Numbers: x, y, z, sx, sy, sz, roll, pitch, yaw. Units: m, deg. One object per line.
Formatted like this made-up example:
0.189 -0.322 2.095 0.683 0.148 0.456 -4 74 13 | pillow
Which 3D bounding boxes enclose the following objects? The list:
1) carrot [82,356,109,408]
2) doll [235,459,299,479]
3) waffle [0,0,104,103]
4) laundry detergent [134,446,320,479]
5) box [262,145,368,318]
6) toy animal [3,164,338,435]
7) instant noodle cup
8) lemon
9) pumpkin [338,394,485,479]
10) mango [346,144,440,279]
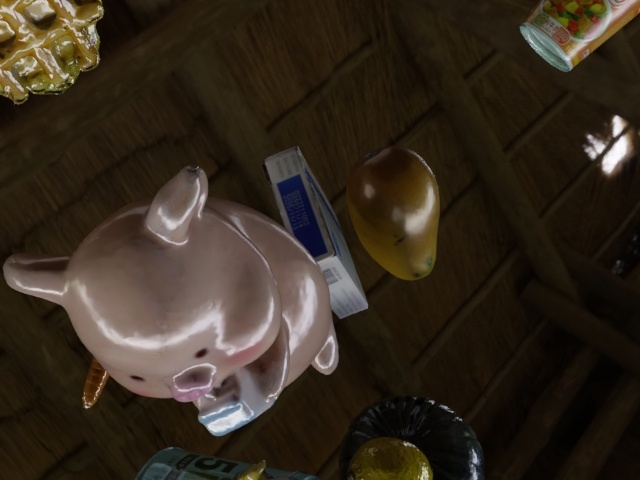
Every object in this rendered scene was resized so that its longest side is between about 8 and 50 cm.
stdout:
-0.389 0.178 1.434 0.062 0.066 0.271 16 -90 -32 | carrot
-0.012 0.392 1.030 0.241 0.135 0.098 35 -154 -5 | doll
-0.285 -0.207 0.592 0.238 0.243 0.058 3 -147 -30 | waffle
-0.131 0.497 1.222 0.305 0.287 0.287 5 -125 18 | laundry detergent
0.000 0.000 1.310 0.065 0.343 0.200 -21 -110 5 | box
-0.107 0.063 0.682 0.195 0.256 0.212 -25 -96 15 | toy animal
0.438 -0.386 1.276 0.185 0.168 0.168 -47 -112 9 | instant noodle cup
0.092 0.321 1.040 0.133 0.109 0.109 8 -126 -26 | lemon
0.154 0.388 1.313 0.250 0.216 0.249 -3 -109 7 | pumpkin
0.156 -0.053 1.591 0.173 0.317 0.211 -35 -139 -24 | mango
